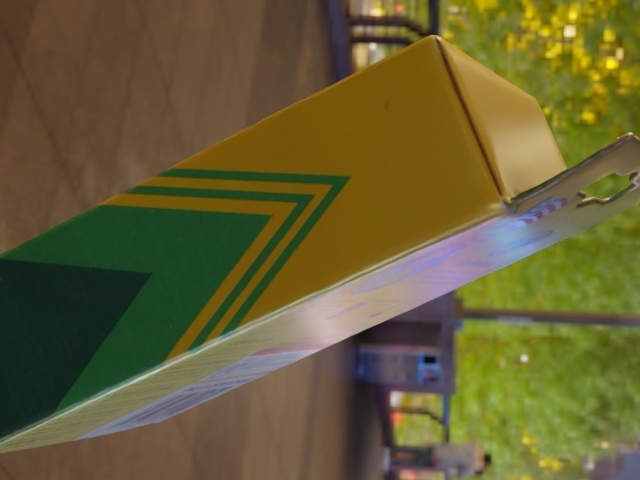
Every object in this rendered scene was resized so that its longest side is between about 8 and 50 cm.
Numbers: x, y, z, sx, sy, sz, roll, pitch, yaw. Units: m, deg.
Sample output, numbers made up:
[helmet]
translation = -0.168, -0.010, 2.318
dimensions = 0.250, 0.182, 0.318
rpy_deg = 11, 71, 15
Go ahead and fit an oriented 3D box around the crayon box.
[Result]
[crayon box]
translation = 0.000, 0.000, 0.647
dimensions = 0.081, 0.318, 0.202
rpy_deg = 68, 17, 10
